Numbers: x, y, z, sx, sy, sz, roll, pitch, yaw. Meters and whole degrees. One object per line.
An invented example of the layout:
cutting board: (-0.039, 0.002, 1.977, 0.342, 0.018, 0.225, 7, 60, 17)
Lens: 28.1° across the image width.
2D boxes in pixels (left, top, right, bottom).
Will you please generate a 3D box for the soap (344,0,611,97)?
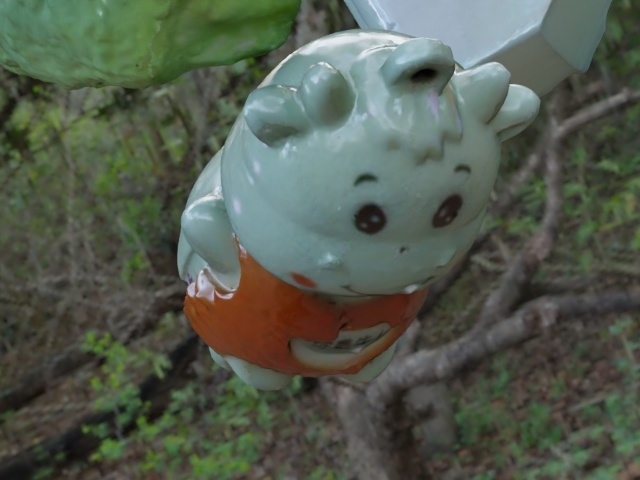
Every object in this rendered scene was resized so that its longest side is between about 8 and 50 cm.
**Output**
soap: (0.066, -0.220, 0.738, 0.173, 0.289, 0.095, -30, -20, 5)

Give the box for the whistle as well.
whistle: (-0.002, -0.002, 0.491, 0.253, 0.102, 0.105, 125, 168, -59)

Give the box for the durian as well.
durian: (-0.113, -0.129, 0.464, 0.250, 0.139, 0.101, 21, 11, 30)
